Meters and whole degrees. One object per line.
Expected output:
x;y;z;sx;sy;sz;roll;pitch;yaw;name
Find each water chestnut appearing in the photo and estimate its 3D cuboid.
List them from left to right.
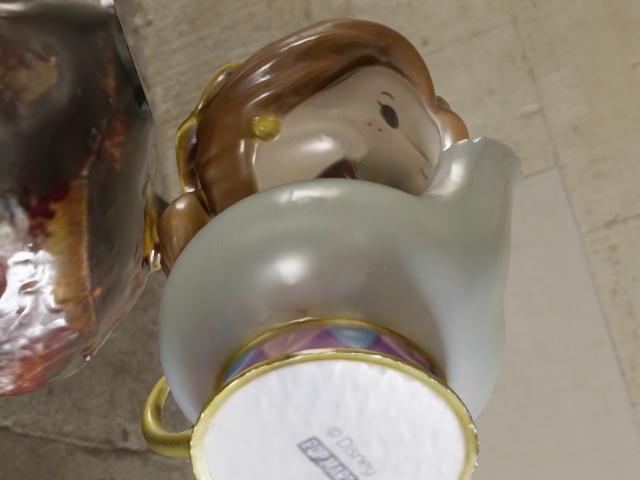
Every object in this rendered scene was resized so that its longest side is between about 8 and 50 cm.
-0.279;-0.047;0.795;0.335;0.346;0.335;177;-90;-83;water chestnut

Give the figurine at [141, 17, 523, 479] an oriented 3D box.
0.000;0.000;0.482;0.142;0.189;0.263;56;18;-32;figurine
